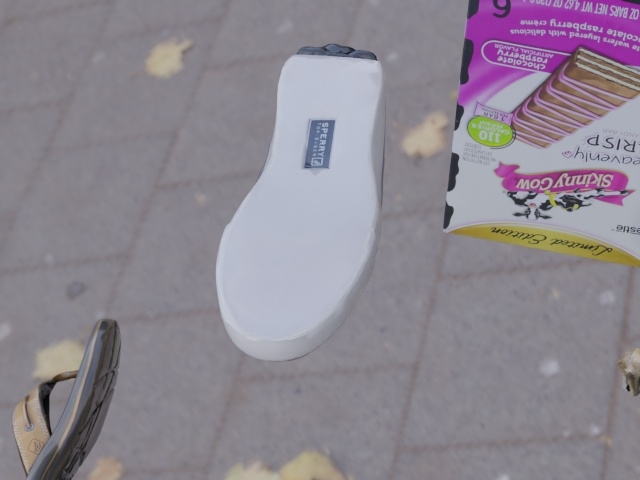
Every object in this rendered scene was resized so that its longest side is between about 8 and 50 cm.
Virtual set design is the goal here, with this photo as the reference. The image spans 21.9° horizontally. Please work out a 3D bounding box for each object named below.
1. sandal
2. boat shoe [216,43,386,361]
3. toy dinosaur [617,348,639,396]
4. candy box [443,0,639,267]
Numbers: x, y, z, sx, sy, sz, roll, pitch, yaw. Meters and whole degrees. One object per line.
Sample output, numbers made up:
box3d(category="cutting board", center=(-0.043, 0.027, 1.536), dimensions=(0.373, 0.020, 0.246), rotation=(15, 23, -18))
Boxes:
box3d(category="sandal", center=(-0.205, 0.152, 1.214), dimensions=(0.060, 0.090, 0.219), rotation=(22, 76, 4))
box3d(category="boat shoe", center=(0.000, 0.000, 1.380), dimensions=(0.127, 0.158, 0.340), rotation=(6, 47, 12))
box3d(category="toy dinosaur", center=(0.261, 0.051, 1.093), dimensions=(0.183, 0.053, 0.092), rotation=(-51, 51, 24))
box3d(category="candy box", center=(0.174, -0.095, 1.129), dimensions=(0.159, 0.233, 0.071), rotation=(10, 46, 9))
